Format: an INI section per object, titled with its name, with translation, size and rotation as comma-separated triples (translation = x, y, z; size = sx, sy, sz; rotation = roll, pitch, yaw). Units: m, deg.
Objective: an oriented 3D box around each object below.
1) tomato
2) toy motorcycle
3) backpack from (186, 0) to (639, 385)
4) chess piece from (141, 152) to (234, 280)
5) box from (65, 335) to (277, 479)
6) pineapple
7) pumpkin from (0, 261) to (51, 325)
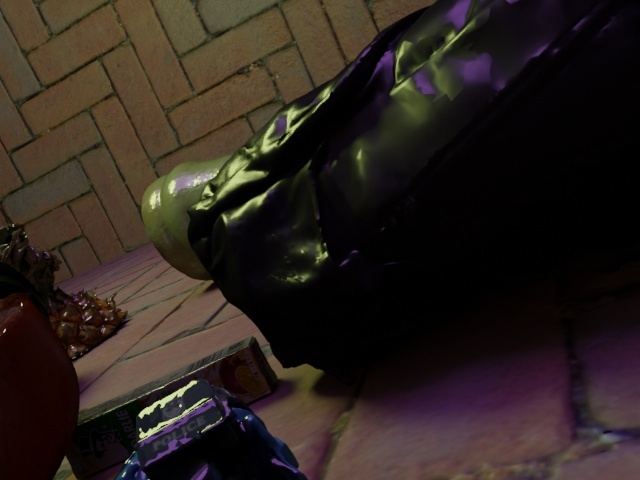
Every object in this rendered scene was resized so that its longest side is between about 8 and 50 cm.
[tomato]
translation = -0.321, 0.194, 0.532
size = 0.338, 0.144, 0.338
rotation = -31, 18, 12
[toy motorcycle]
translation = -0.140, 0.173, 0.374
size = 0.272, 0.124, 0.182
rotation = -29, 32, -8
[backpack]
translation = 0.121, -0.066, 0.561
size = 0.445, 0.255, 0.363
rotation = -35, -1, 44
[chess piece]
translation = -0.096, -0.107, 1.216
size = 0.442, 0.234, 0.234
rotation = -28, 8, 29
[box]
translation = -0.144, 0.155, 0.629
size = 0.207, 0.050, 0.041
rotation = -25, 6, 3
[pineapple]
translation = -0.540, 0.093, 1.277
size = 0.262, 0.272, 0.262
rotation = -25, 10, 5
[pumpkin]
translation = -0.526, 0.188, 0.972
size = 0.295, 0.296, 0.296
rotation = -25, 10, 5
